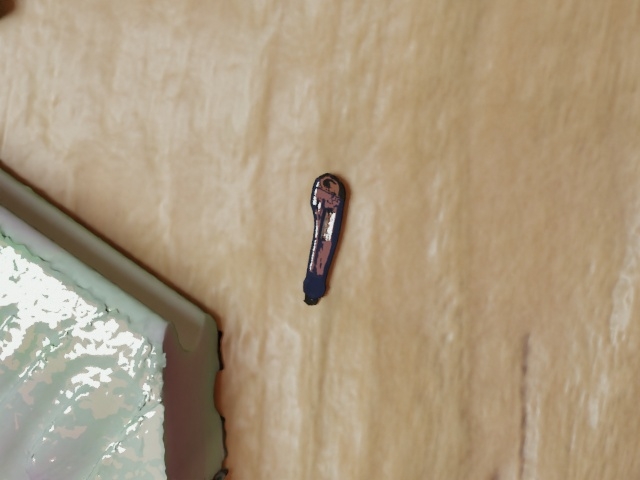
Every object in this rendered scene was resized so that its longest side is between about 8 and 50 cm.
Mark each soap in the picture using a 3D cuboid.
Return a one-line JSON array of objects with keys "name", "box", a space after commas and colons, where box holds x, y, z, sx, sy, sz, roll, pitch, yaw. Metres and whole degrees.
[{"name": "soap", "box": [-0.278, 0.103, 0.970, 0.446, 0.156, 0.261, 35, 96, 0]}]

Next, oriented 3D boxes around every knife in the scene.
[{"name": "knife", "box": [0.000, 0.000, 1.010, 0.031, 0.018, 0.121, 10, 96, -4]}]
